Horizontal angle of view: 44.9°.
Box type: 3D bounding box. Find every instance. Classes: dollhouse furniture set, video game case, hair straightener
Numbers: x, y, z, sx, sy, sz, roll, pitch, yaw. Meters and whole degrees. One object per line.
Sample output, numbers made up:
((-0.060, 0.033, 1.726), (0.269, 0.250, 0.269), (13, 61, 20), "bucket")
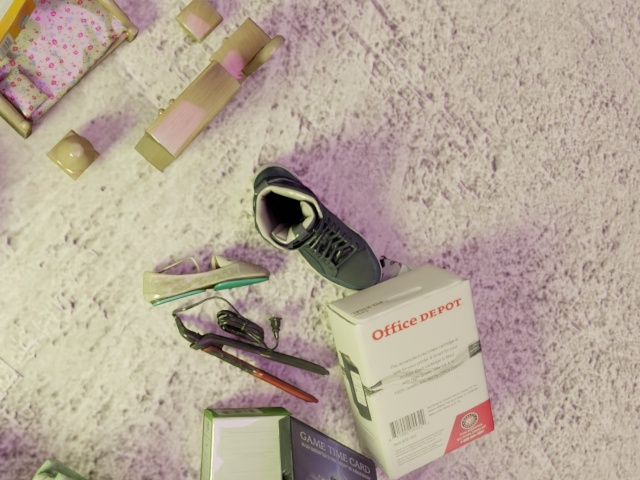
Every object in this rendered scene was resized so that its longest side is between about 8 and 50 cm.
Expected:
((-0.264, -0.260, 0.908), (0.355, 0.174, 0.303), (44, 75, -14), "dollhouse furniture set")
((0.024, 0.371, 0.948), (0.026, 0.274, 0.196), (-31, 133, 23), "video game case")
((-0.088, 0.134, 1.036), (0.231, 0.047, 0.089), (27, 80, -13), "hair straightener")

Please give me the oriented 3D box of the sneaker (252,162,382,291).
((-0.002, 0.001, 0.995), (0.226, 0.163, 0.086), (43, 95, -12), "sneaker")

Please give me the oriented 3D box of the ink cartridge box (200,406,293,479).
((-0.099, 0.327, 1.012), (0.109, 0.062, 0.209), (3, 88, -21), "ink cartridge box")

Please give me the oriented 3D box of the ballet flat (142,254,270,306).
((-0.147, 0.043, 1.007), (0.168, 0.057, 0.052), (-11, 83, -20), "ballet flat")

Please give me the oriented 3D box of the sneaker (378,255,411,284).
((0.082, 0.069, 1.098), (0.069, 0.038, 0.098), (26, 72, -15), "sneaker")

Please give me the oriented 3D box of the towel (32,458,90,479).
((-0.350, 0.403, 0.858), (0.038, 0.248, 0.324), (32, 73, 28), "towel")

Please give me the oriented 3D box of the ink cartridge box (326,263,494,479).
((0.124, 0.172, 1.049), (0.172, 0.100, 0.237), (-20, 110, -19), "ink cartridge box")

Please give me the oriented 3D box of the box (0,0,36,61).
((-0.399, -0.259, 0.863), (0.136, 0.028, 0.081), (22, 73, 8), "box")
